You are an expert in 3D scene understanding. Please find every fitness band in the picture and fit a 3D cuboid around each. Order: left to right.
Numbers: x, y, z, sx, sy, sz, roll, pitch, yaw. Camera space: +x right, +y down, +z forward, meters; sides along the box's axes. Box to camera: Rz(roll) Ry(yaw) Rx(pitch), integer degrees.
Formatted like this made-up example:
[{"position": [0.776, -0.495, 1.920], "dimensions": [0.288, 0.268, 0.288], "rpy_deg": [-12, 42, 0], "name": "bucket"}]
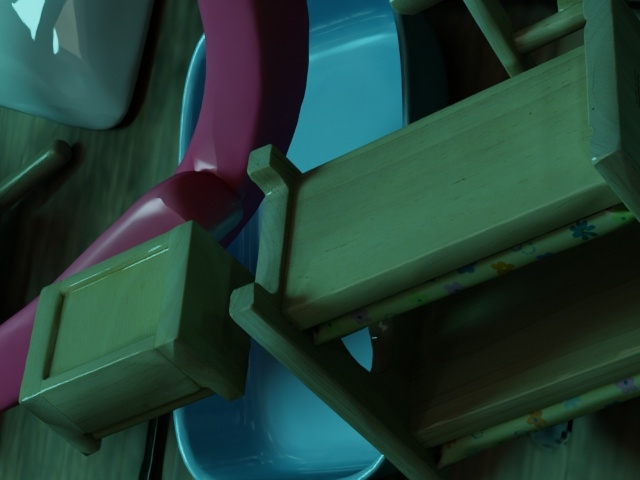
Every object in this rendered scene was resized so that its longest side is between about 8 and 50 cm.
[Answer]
[{"position": [-0.125, -0.055, 0.618], "dimensions": [0.291, 0.054, 0.209], "rpy_deg": [-37, 87, 39], "name": "fitness band"}]

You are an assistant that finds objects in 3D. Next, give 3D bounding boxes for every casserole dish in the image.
[{"position": [0.000, 0.000, 0.606], "dimensions": [0.114, 0.037, 0.188], "rpy_deg": [-11, 74, 47], "name": "casserole dish"}]

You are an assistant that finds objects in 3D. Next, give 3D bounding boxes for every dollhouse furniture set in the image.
[{"position": [0.027, -0.018, 0.531], "dimensions": [0.182, 0.101, 0.161], "rpy_deg": [-23, 41, 28], "name": "dollhouse furniture set"}]

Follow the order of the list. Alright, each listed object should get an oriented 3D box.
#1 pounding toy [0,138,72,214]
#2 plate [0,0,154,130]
[{"position": [-0.185, 0.014, 0.781], "dimensions": [0.130, 0.100, 0.141], "rpy_deg": [11, 89, 63], "name": "pounding toy"}, {"position": [-0.148, -0.200, 0.805], "dimensions": [0.277, 0.045, 0.278], "rpy_deg": [15, 94, 48], "name": "plate"}]
